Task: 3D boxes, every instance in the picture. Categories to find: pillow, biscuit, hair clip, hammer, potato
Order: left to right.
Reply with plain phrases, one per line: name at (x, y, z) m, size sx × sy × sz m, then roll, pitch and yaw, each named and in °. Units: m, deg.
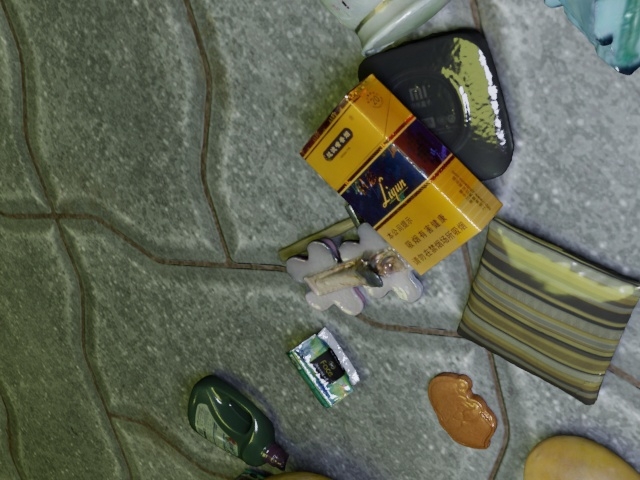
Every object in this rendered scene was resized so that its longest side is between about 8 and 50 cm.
hammer at (0.000, 0.000, 1.446) m, size 0.199 × 0.013 × 0.062 m, roll -25°, pitch 97°, yaw 48°
hair clip at (0.051, 0.050, 1.391) m, size 0.146 × 0.075 × 0.257 m, roll 49°, pitch 147°, yaw -18°
biscuit at (0.211, 0.257, 1.404) m, size 0.102 × 0.019 × 0.130 m, roll -24°, pitch 98°, yaw 48°
pillow at (0.288, 0.092, 1.209) m, size 0.208 × 0.052 × 0.212 m, roll 29°, pitch 133°, yaw 24°
potato at (0.371, 0.360, 1.243) m, size 0.234 × 0.146 × 0.150 m, roll 40°, pitch 105°, yaw 18°

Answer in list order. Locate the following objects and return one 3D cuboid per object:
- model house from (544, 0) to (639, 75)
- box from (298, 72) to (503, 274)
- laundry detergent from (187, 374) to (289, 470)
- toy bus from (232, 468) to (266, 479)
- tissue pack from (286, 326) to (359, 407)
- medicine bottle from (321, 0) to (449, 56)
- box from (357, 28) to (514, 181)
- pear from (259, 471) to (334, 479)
model house at (0.259, -0.380, 0.862) m, size 0.329 × 0.252 × 0.295 m, roll 54°, pitch 167°, yaw 37°
box at (0.100, -0.081, 1.211) m, size 0.237 × 0.070 × 0.152 m, roll 44°, pitch 146°, yaw -2°
laundry detergent at (-0.147, 0.349, 1.744) m, size 0.222 × 0.078 × 0.144 m, roll 27°, pitch 127°, yaw 29°
toy bus at (-0.119, 0.584, 1.843) m, size 0.091 × 0.109 × 0.261 m, roll 5°, pitch 116°, yaw 47°
tissue pack at (0.007, 0.205, 1.524) m, size 0.111 × 0.079 × 0.085 m, roll 55°, pitch 169°, yaw 2°
medicine bottle at (0.072, -0.308, 1.096) m, size 0.143 × 0.147 × 0.147 m, roll 55°, pitch 138°, yaw 0°
box at (0.143, -0.159, 1.196) m, size 0.212 × 0.042 × 0.201 m, roll -3°, pitch 112°, yaw 44°
pear at (-0.035, 0.547, 1.605) m, size 0.314 × 0.314 × 0.314 m, roll 22°, pitch 127°, yaw 32°
